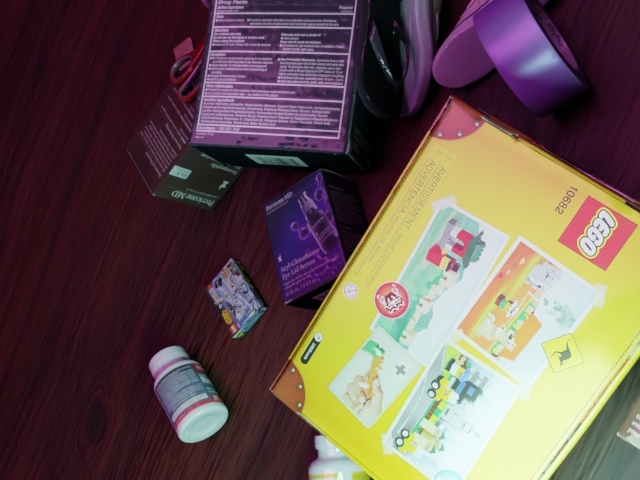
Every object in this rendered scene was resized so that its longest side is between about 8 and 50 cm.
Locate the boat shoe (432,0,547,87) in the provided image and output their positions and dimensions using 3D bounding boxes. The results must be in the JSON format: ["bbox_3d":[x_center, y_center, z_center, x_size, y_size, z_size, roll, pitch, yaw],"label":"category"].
[{"bbox_3d":[0.279,-0.369,1.238,0.267,0.096,0.088,-52,25,26],"label":"boat shoe"}]

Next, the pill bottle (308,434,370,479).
[{"bbox_3d":[0.033,0.415,1.252,0.103,0.103,0.184,-15,71,36],"label":"pill bottle"}]

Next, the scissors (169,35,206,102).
[{"bbox_3d":[-0.193,-0.400,1.471,0.297,0.021,0.109,-49,52,12],"label":"scissors"}]

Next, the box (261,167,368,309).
[{"bbox_3d":[0.000,0.000,1.367,0.153,0.108,0.207,-31,63,31],"label":"box"}]

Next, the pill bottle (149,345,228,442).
[{"bbox_3d":[-0.271,0.302,1.519,0.108,0.108,0.180,-52,54,18],"label":"pill bottle"}]

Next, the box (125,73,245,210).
[{"bbox_3d":[-0.262,-0.201,1.583,0.203,0.168,0.167,-50,55,20],"label":"box"}]

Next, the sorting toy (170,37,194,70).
[{"bbox_3d":[-0.327,-0.431,1.787,0.083,0.012,0.062,-29,68,27],"label":"sorting toy"}]

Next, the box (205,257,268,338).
[{"bbox_3d":[-0.170,0.116,1.531,0.094,0.027,0.137,-48,55,19],"label":"box"}]

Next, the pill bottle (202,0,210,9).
[{"bbox_3d":[-0.245,-0.621,1.686,0.131,0.131,0.229,-46,56,22],"label":"pill bottle"}]

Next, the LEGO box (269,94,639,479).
[{"bbox_3d":[0.223,0.114,1.049,0.372,0.193,0.500,37,104,21],"label":"LEGO box"}]

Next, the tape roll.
[{"bbox_3d":[0.313,-0.281,1.124,0.080,0.189,0.189,-33,61,29],"label":"tape roll"}]

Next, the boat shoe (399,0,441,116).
[{"bbox_3d":[0.167,-0.366,1.302,0.109,0.094,0.302,21,118,44],"label":"boat shoe"}]

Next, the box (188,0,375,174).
[{"bbox_3d":[-0.051,-0.285,1.370,0.296,0.183,0.294,6,84,16],"label":"box"}]

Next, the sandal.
[{"bbox_3d":[0.105,-0.322,1.237,0.054,0.097,0.254,12,112,47],"label":"sandal"}]

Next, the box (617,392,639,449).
[{"bbox_3d":[0.539,0.121,0.888,0.191,0.143,0.381,35,104,39],"label":"box"}]
